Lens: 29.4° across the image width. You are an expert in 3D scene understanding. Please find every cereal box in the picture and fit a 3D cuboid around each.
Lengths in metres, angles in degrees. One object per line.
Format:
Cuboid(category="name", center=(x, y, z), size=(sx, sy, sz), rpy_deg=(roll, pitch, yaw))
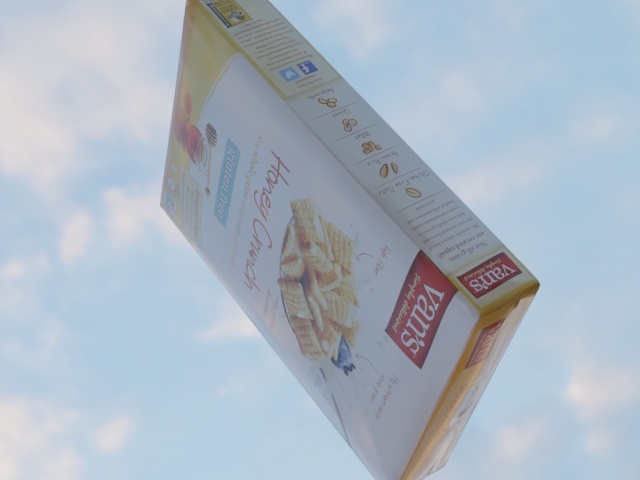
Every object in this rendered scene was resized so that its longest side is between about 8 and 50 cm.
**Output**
Cuboid(category="cereal box", center=(0.000, 0.000, 0.656), size=(0.047, 0.240, 0.173), rpy_deg=(-24, -31, -30))
